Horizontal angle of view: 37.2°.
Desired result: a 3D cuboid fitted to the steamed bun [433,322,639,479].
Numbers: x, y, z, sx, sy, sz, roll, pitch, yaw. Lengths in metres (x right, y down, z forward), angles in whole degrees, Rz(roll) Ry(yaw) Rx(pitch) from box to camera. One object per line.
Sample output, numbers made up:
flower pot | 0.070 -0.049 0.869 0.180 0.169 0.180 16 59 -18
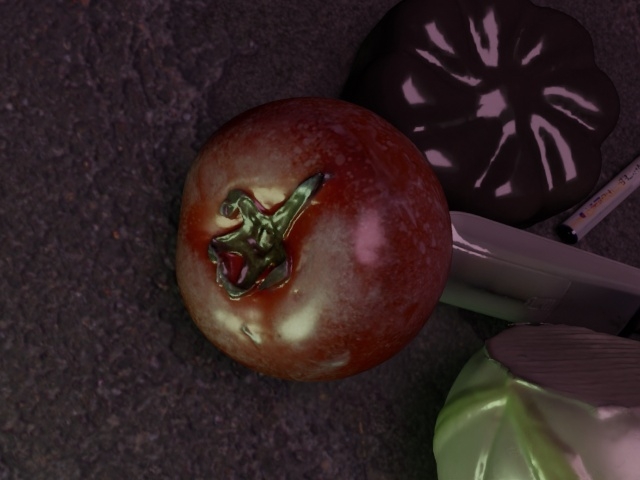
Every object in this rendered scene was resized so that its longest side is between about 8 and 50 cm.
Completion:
steamed bun | 0.257 0.251 0.953 0.309 0.309 0.309 4 80 -20

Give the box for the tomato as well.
tomato | 0.000 0.000 0.908 0.227 0.270 0.270 1 78 -57

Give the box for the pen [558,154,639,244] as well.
pen | 0.391 -0.082 1.185 0.269 0.033 0.033 -38 95 -21

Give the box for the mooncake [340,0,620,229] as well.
mooncake | 0.179 -0.144 1.055 0.306 0.154 0.306 2 82 -18

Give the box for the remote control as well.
remote control | 0.244 0.058 1.024 0.313 0.109 0.055 17 34 -15
